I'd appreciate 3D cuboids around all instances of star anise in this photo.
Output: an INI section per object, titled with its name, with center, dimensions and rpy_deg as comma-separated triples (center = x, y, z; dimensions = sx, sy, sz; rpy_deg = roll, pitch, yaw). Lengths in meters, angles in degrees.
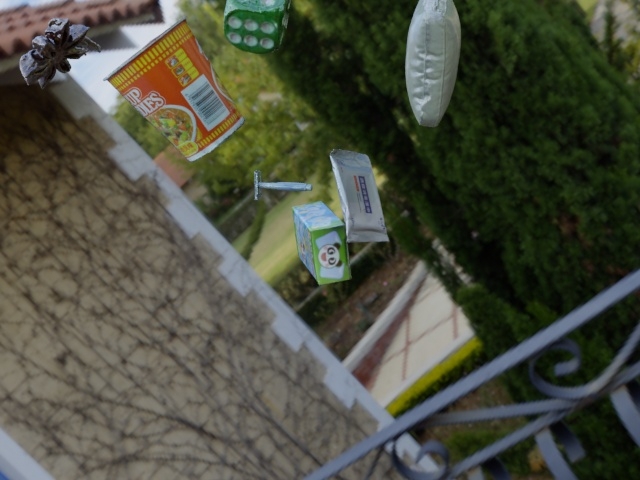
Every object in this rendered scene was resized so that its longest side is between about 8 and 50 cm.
[star anise]
center = -0.660, -0.474, 2.126
dimensions = 0.262, 0.081, 0.230
rpy_deg = -43, -12, -49

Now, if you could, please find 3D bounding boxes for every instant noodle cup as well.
[instant noodle cup]
center = -0.248, -0.262, 1.520
dimensions = 0.193, 0.212, 0.193
rpy_deg = -34, 17, 12

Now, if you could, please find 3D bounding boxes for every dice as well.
[dice]
center = -0.135, -0.485, 1.816
dimensions = 0.131, 0.128, 0.120
rpy_deg = 104, 178, -56

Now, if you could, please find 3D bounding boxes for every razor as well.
[razor]
center = -0.085, -0.124, 1.947
dimensions = 0.135, 0.068, 0.040
rpy_deg = 3, 16, 12

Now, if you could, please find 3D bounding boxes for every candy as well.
[candy]
center = 0.000, 0.000, 1.434
dimensions = 0.062, 0.097, 0.194
rpy_deg = -9, 15, -10

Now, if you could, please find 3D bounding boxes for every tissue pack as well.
[tissue pack]
center = 0.076, -0.089, 1.701
dimensions = 0.123, 0.193, 0.026
rpy_deg = 0, -15, -46

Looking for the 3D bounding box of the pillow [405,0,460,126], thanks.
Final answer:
[pillow]
center = 0.252, -0.418, 1.896
dimensions = 0.322, 0.120, 0.255
rpy_deg = -75, -12, -63
